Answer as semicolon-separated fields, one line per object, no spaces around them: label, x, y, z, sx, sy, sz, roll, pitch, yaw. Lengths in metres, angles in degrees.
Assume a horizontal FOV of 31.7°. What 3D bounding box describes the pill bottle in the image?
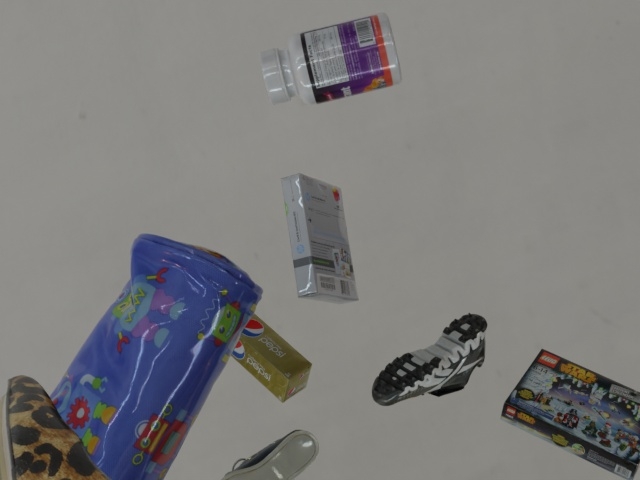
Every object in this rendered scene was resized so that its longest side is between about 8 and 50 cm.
pill bottle;0.014;-0.257;1.634;0.193;0.108;0.108;-13;119;5

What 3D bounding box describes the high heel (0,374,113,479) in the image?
high heel;-0.092;0.169;0.686;0.186;0.261;0.093;-12;137;-20

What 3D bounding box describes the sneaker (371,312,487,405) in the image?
sneaker;0.186;0.218;1.820;0.234;0.078;0.106;-31;124;-25

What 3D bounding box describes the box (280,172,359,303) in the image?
box;0.000;0.000;1.729;0.038;0.145;0.186;-13;78;25

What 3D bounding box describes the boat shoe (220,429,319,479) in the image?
boat shoe;-0.117;0.440;2.095;0.254;0.079;0.095;-40;91;-20

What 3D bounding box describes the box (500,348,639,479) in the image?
box;0.257;0.167;1.094;0.137;0.094;0.027;24;131;22

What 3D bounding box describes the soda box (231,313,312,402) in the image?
soda box;-0.099;0.182;1.862;0.058;0.181;0.061;-30;147;-38

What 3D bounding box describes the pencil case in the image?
pencil case;-0.169;0.139;0.934;0.306;0.133;0.119;-61;142;-9
